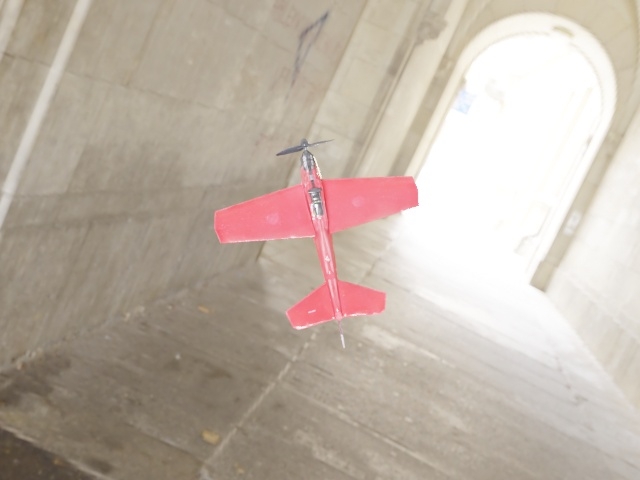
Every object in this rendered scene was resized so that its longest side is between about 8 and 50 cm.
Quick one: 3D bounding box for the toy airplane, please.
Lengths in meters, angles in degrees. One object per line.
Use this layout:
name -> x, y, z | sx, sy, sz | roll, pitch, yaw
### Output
toy airplane -> 0.000, 0.000, 0.626 | 0.151, 0.151, 0.028 | 25, -9, 4
